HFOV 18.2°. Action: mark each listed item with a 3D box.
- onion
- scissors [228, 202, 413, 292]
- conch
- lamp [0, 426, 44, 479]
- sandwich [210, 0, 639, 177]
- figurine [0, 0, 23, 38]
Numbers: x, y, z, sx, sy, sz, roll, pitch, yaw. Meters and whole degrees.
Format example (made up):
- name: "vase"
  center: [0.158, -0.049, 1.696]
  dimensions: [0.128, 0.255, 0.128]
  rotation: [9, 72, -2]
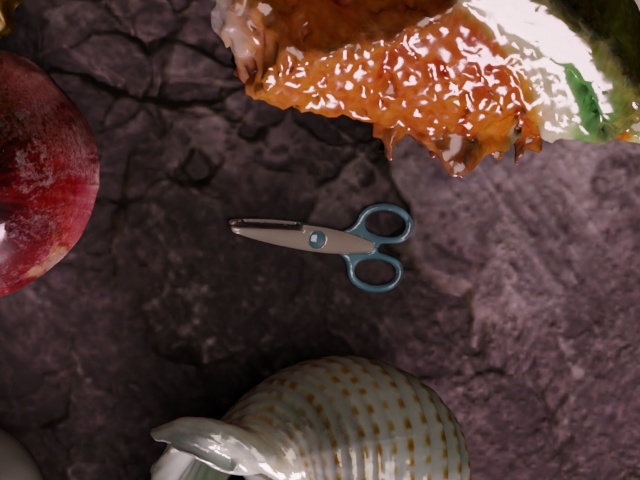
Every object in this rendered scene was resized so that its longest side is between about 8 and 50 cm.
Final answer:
- name: "onion"
  center: [-0.201, -0.038, 1.102]
  dimensions: [0.159, 0.195, 0.159]
  rotation: [-1, 96, -6]
- name: "scissors"
  center: [0.000, 0.000, 1.251]
  dimensions: [0.119, 0.014, 0.058]
  rotation: [7, 100, -18]
- name: "conch"
  center: [-0.006, 0.148, 1.227]
  dimensions: [0.200, 0.131, 0.172]
  rotation: [18, 106, 1]
- name: "lamp"
  center: [-0.213, 0.159, 1.190]
  dimensions: [0.105, 0.105, 0.105]
  rotation: [-3, 103, -13]
- name: "sandwich"
  center: [0.084, -0.148, 1.162]
  dimensions: [0.301, 0.162, 0.250]
  rotation: [-13, 101, -13]
- name: "figurine"
  center: [-0.274, -0.178, 1.087]
  dimensions: [0.185, 0.127, 0.234]
  rotation: [-43, 110, 0]
